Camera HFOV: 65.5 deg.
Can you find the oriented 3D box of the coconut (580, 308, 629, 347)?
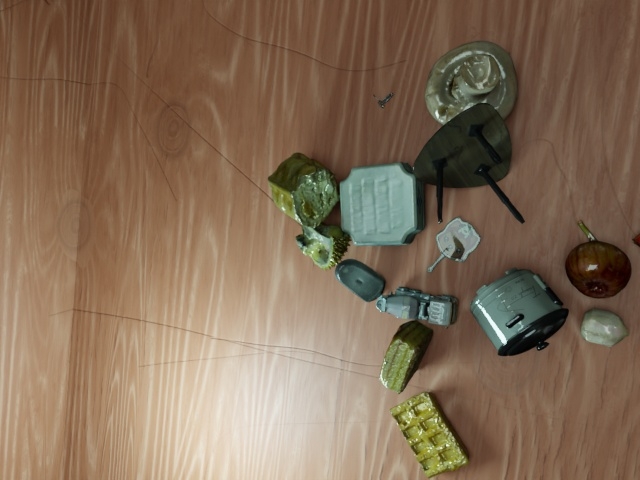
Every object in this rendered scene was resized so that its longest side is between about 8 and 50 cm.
[{"bbox_3d":[0.839,0.262,1.468,0.124,0.110,0.110,14,98,32],"label":"coconut"}]

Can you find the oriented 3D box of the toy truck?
[{"bbox_3d":[0.328,0.229,1.696,0.256,0.140,0.108,8,94,26],"label":"toy truck"}]

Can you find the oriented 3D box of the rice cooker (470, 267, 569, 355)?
[{"bbox_3d":[0.600,0.226,1.498,0.241,0.280,0.227,-41,58,19],"label":"rice cooker"}]

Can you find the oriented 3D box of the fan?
[{"bbox_3d":[0.441,0.029,1.708,0.132,0.009,0.220,45,108,21],"label":"fan"}]

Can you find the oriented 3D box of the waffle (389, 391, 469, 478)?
[{"bbox_3d":[0.380,0.672,1.732,0.168,0.057,0.274,-36,77,22],"label":"waffle"}]

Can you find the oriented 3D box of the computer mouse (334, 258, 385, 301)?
[{"bbox_3d":[0.144,0.140,1.794,0.229,0.068,0.113,37,101,-22],"label":"computer mouse"}]

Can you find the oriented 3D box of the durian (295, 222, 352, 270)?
[{"bbox_3d":[0.000,0.000,1.831,0.172,0.166,0.306,-53,40,8],"label":"durian"}]

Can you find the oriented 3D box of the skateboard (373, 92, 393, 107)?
[{"bbox_3d":[0.220,-0.507,1.757,0.064,0.083,0.032,-42,74,20],"label":"skateboard"}]

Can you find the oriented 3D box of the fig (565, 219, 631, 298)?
[{"bbox_3d":[0.816,0.061,1.463,0.174,0.207,0.175,17,137,16],"label":"fig"}]

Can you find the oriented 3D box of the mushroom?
[{"bbox_3d":[0.457,-0.481,1.528,0.292,0.290,0.293,0,91,20],"label":"mushroom"}]

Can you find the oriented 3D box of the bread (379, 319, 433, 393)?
[{"bbox_3d":[0.283,0.381,1.673,0.110,0.234,0.185,24,103,20],"label":"bread"}]

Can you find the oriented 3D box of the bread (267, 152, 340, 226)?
[{"bbox_3d":[-0.063,-0.187,1.793,0.252,0.195,0.239,47,154,49],"label":"bread"}]

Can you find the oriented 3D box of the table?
[{"bbox_3d":[0.444,-0.179,1.474,0.317,0.317,0.249,-29,39,24],"label":"table"}]

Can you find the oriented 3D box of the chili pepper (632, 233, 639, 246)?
[{"bbox_3d":[0.989,-0.028,1.411,0.169,0.065,0.088,-45,74,16],"label":"chili pepper"}]

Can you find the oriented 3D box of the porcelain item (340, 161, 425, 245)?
[{"bbox_3d":[0.218,-0.124,1.729,0.281,0.157,0.286,-4,90,26],"label":"porcelain item"}]
